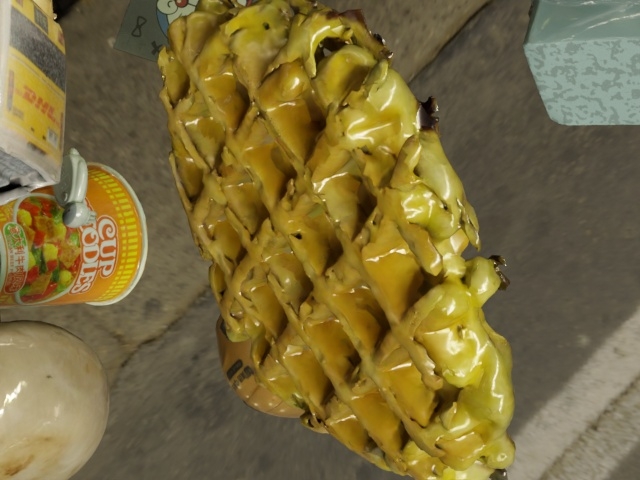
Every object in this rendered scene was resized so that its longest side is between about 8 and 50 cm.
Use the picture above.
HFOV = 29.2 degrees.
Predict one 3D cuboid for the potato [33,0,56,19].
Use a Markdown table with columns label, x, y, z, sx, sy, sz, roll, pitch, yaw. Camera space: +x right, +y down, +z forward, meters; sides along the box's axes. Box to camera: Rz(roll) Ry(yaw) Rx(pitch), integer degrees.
| label | x | y | z | sx | sy | sz | roll | pitch | yaw |
| --- | --- | --- | --- | --- | --- | --- | --- | --- | --- |
| potato | -0.346 | -0.239 | 1.238 | 0.161 | 0.128 | 0.235 | 2 | 107 | 15 |

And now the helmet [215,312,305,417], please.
| label | x | y | z | sx | sy | sz | roll | pitch | yaw |
| --- | --- | --- | --- | --- | --- | --- | --- | --- | --- |
| helmet | -0.022 | 0.138 | 1.423 | 0.198 | 0.224 | 0.130 | 1 | 76 | -26 |

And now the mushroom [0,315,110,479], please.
| label | x | y | z | sx | sy | sz | roll | pitch | yaw |
| --- | --- | --- | --- | --- | --- | --- | --- | --- | --- |
| mushroom | -0.295 | 0.126 | 1.077 | 0.207 | 0.207 | 0.215 | -24 | 55 | -2 |

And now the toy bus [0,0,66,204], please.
| label | x | y | z | sx | sy | sz | roll | pitch | yaw |
| --- | --- | --- | --- | --- | --- | --- | --- | --- | --- |
| toy bus | -0.322 | -0.073 | 0.720 | 0.342 | 0.097 | 0.138 | -2 | 79 | 13 |

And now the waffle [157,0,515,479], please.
| label | x | y | z | sx | sy | sz | roll | pitch | yaw |
| --- | --- | --- | --- | --- | --- | --- | --- | --- | --- |
| waffle | 0.000 | 0.000 | 0.899 | 0.095 | 0.382 | 0.380 | -25 | 116 | -26 |

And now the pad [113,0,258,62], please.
| label | x | y | z | sx | sy | sz | roll | pitch | yaw |
| --- | --- | --- | --- | --- | --- | --- | --- | --- | --- |
| pad | -0.112 | -0.300 | 1.347 | 0.170 | 0.006 | 0.246 | 19 | 85 | 5 |

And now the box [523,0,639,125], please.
| label | x | y | z | sx | sy | sz | roll | pitch | yaw |
| --- | --- | --- | --- | --- | --- | --- | --- | --- | --- |
| box | 0.335 | -0.213 | 1.327 | 0.226 | 0.162 | 0.130 | 2 | 53 | 31 |

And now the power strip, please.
| label | x | y | z | sx | sy | sz | roll | pitch | yaw |
| --- | --- | --- | --- | --- | --- | --- | --- | --- | --- |
| power strip | -0.242 | -0.050 | 1.223 | 0.035 | 0.055 | 0.083 | 12 | 53 | -40 |

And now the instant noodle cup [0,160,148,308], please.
| label | x | y | z | sx | sy | sz | roll | pitch | yaw |
| --- | --- | --- | --- | --- | --- | --- | --- | --- | --- |
| instant noodle cup | -0.303 | 0.003 | 1.282 | 0.168 | 0.185 | 0.169 | 5 | 99 | 34 |
